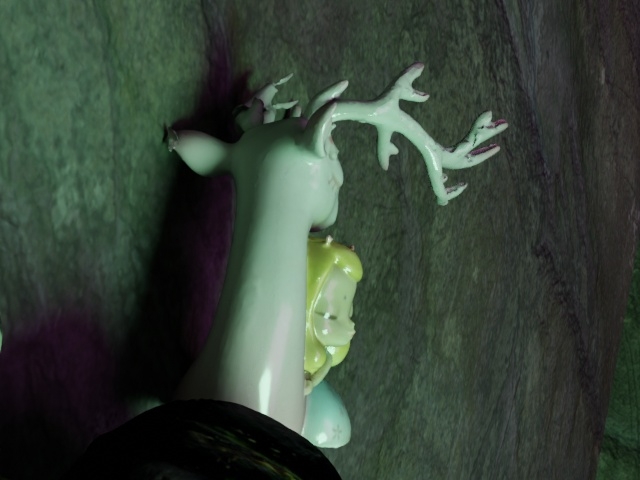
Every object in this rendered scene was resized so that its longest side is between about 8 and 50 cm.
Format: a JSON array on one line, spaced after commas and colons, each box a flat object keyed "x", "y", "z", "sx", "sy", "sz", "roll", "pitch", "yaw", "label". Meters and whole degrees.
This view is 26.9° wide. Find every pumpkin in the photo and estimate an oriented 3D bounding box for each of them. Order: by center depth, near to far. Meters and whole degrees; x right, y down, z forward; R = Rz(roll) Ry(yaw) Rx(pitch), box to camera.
[{"x": -0.133, "y": 0.230, "z": 0.837, "sx": 0.296, "sy": 0.296, "sz": 0.296, "roll": 7, "pitch": 90, "yaw": -65, "label": "pumpkin"}]

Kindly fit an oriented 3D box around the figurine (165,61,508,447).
[{"x": -0.014, "y": -0.003, "z": 1.080, "sx": 0.284, "sy": 0.206, "sz": 0.315, "roll": 9, "pitch": 94, "yaw": -60, "label": "figurine"}]

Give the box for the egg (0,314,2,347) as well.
[{"x": -0.220, "y": 0.055, "z": 0.741, "sx": 0.110, "sy": 0.085, "sz": 0.085, "roll": -80, "pitch": 160, "yaw": -47, "label": "egg"}]
